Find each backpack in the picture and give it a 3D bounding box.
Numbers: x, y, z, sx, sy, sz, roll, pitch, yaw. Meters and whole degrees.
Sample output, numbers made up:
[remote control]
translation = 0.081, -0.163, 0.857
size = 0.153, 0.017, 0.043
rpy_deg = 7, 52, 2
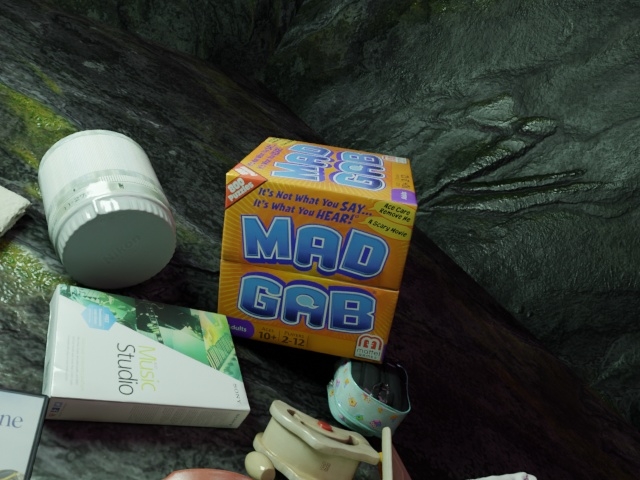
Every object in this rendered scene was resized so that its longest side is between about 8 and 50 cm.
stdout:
[backpack]
translation = 0.100, 0.325, 1.037
size = 0.166, 0.144, 0.188
rpy_deg = 33, 9, -8

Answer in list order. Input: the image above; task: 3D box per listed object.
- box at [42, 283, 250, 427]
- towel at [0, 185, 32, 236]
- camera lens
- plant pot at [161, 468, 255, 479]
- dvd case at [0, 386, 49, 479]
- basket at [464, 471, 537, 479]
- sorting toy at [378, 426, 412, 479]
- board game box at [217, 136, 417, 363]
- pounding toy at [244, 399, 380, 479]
[box]
translation = -0.291, 0.200, 0.842
size = 0.322, 0.058, 0.232
rpy_deg = 20, 28, -36
[towel]
translation = -0.641, -0.041, 0.830
size = 0.187, 0.049, 0.282
rpy_deg = 30, 23, -18
[camera lens]
translation = -0.420, -0.068, 0.968
size = 0.219, 0.219, 0.274
rpy_deg = 12, 33, -44
[plant pot]
translation = -0.124, 0.388, 0.453
size = 0.272, 0.272, 0.265
rpy_deg = 26, 22, -24
[dvd case]
translation = -0.378, 0.238, 0.464
size = 0.180, 0.022, 0.253
rpy_deg = 22, 27, -29
[basket]
translation = 0.163, 0.475, 0.517
size = 0.331, 0.266, 0.328
rpy_deg = 17, 30, -40
[sorting toy]
translation = 0.137, 0.465, 0.846
size = 0.193, 0.038, 0.208
rpy_deg = -75, 145, -66
[board game box]
translation = 0.000, 0.000, 1.109
size = 0.357, 0.356, 0.356
rpy_deg = 10, 24, 3
[pounding toy]
translation = -0.039, 0.382, 0.836
size = 0.269, 0.154, 0.154
rpy_deg = 31, -7, -36
